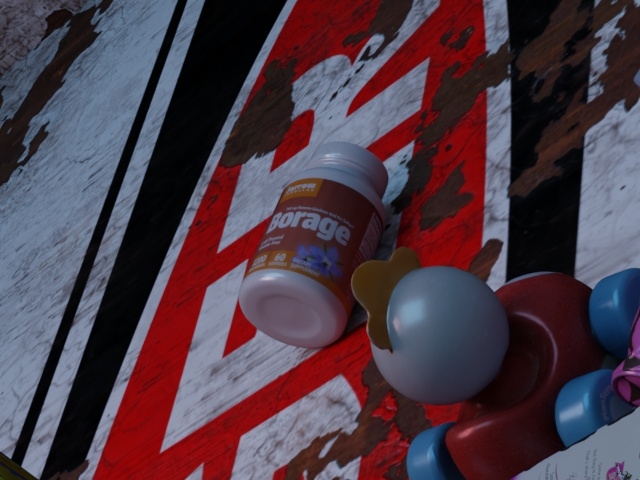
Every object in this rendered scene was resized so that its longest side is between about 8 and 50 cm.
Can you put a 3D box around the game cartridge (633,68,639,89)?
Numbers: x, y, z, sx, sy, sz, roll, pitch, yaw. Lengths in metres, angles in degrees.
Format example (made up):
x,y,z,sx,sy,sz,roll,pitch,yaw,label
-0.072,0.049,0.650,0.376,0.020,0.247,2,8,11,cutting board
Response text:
x,y,z,sx,sy,sz,roll,pitch,yaw,label
0.421,-0.222,1.763,0.294,0.060,0.196,-47,26,6,game cartridge

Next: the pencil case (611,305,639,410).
x,y,z,sx,sy,sz,roll,pitch,yaw,label
0.285,0.045,1.534,0.098,0.095,0.209,-43,23,55,pencil case

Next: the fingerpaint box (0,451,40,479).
x,y,z,sx,sy,sz,roll,pitch,yaw,label
-0.093,0.342,1.315,0.163,0.445,0.371,-52,22,-7,fingerpaint box

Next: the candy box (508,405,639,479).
x,y,z,sx,sy,sz,roll,pitch,yaw,label
0.179,0.241,1.457,0.233,0.071,0.159,-35,26,33,candy box

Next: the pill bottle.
x,y,z,sx,sy,sz,roll,pitch,yaw,label
0.000,0.000,2.106,0.121,0.121,0.216,-26,33,45,pill bottle

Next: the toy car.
x,y,z,sx,sy,sz,roll,pitch,yaw,label
0.125,0.077,1.597,0.219,0.238,0.210,-24,33,46,toy car
